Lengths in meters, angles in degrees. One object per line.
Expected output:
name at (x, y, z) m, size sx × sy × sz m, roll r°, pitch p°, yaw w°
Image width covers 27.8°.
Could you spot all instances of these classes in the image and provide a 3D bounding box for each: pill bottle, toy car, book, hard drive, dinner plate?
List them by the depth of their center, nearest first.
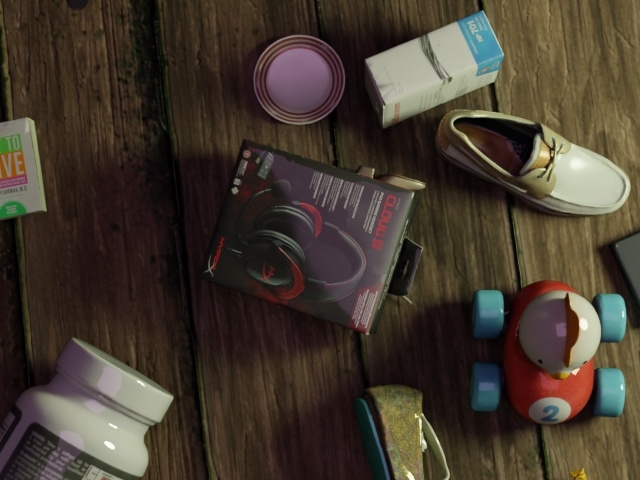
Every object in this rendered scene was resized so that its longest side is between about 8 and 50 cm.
pill bottle at (-0.371, 0.334, 1.808) m, size 0.210 × 0.210 × 0.363 m, roll 30°, pitch 84°, yaw 5°
toy car at (0.329, 0.152, 1.808) m, size 0.219 × 0.238 × 0.210 m, roll 2°, pitch 82°, yaw 2°
toy car at (0.342, 0.385, 1.869) m, size 0.122 × 0.060 × 0.041 m, roll -29°, pitch 114°, yaw 4°
hard drive at (0.502, 0.049, 1.927) m, size 0.094 × 0.022 × 0.135 m, roll -23°, pitch 82°, yaw -2°
book at (-0.475, -0.106, 1.964) m, size 0.096 × 0.035 × 0.144 m, roll -11°, pitch 83°, yaw 3°
dinner plate at (-0.032, -0.245, 1.981) m, size 0.141 × 0.017 × 0.141 m, roll 0°, pitch 81°, yaw 0°

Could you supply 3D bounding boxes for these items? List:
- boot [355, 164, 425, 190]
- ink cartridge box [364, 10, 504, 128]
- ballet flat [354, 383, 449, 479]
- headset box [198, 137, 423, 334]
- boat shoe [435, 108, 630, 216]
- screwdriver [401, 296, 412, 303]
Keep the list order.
boot at (0.092, -0.061, 1.945) m, size 0.118 × 0.042 × 0.087 m, roll 14°, pitch 89°, yaw 4°
ink cartridge box at (0.165, -0.251, 1.916) m, size 0.190 × 0.139 × 0.082 m, roll -22°, pitch 81°, yaw -2°
ballet flat at (0.135, 0.376, 1.849) m, size 0.123 × 0.123 × 0.349 m, roll -10°, pitch 82°, yaw 0°
headset box at (0.000, 0.000, 1.876) m, size 0.293 × 0.110 × 0.218 m, roll 19°, pitch 90°, yaw 9°
boat shoe at (0.316, -0.114, 1.912) m, size 0.302 × 0.103 × 0.113 m, roll 17°, pitch 83°, yaw 3°
screwdriver at (0.073, 0.041, 1.938) m, size 0.170 × 0.024 × 0.025 m, roll 34°, pitch 55°, yaw 3°
